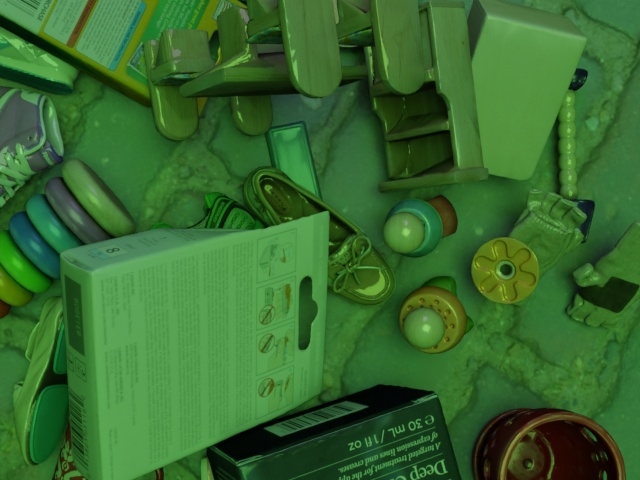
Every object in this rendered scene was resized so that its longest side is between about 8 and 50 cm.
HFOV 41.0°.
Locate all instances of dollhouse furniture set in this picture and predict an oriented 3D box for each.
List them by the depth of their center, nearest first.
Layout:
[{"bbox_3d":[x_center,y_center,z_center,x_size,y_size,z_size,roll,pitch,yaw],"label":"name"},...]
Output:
[{"bbox_3d":[0.017,-0.184,1.164,0.394,0.362,0.256,-9,93,-36],"label":"dollhouse furniture set"}]

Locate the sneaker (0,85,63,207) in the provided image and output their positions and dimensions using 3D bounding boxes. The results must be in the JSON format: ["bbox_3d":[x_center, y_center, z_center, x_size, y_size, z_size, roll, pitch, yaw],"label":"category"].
[{"bbox_3d":[-0.450,-0.088,1.190,0.161,0.102,0.282,7,74,12],"label":"sneaker"}]

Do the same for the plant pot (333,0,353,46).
[{"bbox_3d":[0.038,-0.418,1.349,0.237,0.032,0.236,0,88,-8],"label":"plant pot"}]

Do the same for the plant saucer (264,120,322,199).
[{"bbox_3d":[-0.035,-0.089,1.329,0.067,0.018,0.192,-12,90,-8],"label":"plant saucer"}]

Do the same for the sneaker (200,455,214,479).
[{"bbox_3d":[-0.139,0.387,1.272,0.070,0.051,0.134,-4,83,-3],"label":"sneaker"}]

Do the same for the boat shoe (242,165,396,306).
[{"bbox_3d":[0.000,0.000,1.275,0.285,0.089,0.104,39,85,-9],"label":"boat shoe"}]

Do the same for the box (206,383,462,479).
[{"bbox_3d":[0.045,0.435,1.191,0.294,0.212,0.395,-16,90,-19],"label":"box"}]

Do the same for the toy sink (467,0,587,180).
[{"bbox_3d":[0.278,-0.233,1.304,0.153,0.131,0.234,11,119,-6],"label":"toy sink"}]

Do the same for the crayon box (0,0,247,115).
[{"bbox_3d":[-0.287,-0.331,1.232,0.323,0.083,0.203,28,82,-31],"label":"crayon box"}]

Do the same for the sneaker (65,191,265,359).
[{"bbox_3d":[-0.232,0.067,1.252,0.343,0.134,0.146,-41,85,-16],"label":"sneaker"}]

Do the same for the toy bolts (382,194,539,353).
[{"bbox_3d":[0.186,0.035,1.249,0.218,0.158,0.228,-28,87,23],"label":"toy bolts"}]

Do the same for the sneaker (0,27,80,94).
[{"bbox_3d":[-0.463,-0.293,1.255,0.229,0.087,0.092,18,78,-13],"label":"sneaker"}]

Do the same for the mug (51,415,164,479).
[{"bbox_3d":[-0.318,0.352,1.213,0.150,0.113,0.169,19,88,30],"label":"mug"}]

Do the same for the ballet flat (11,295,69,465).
[{"bbox_3d":[-0.400,0.196,1.242,0.086,0.086,0.248,16,83,-6],"label":"ballet flat"}]

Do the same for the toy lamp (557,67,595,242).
[{"bbox_3d":[0.394,-0.132,1.358,0.080,0.080,0.274,-1,88,-8],"label":"toy lamp"}]

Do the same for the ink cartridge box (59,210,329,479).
[{"bbox_3d":[-0.157,0.126,1.170,0.385,0.091,0.308,-16,117,-41],"label":"ink cartridge box"}]

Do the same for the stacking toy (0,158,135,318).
[{"bbox_3d":[-0.431,0.035,1.217,0.330,0.141,0.141,-40,92,-4],"label":"stacking toy"}]

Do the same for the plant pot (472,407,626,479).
[{"bbox_3d":[0.328,0.339,1.275,0.191,0.174,0.191,0,88,-7],"label":"plant pot"}]

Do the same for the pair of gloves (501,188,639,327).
[{"bbox_3d":[0.396,0.033,1.321,0.240,0.042,0.204,16,124,-2],"label":"pair of gloves"}]
